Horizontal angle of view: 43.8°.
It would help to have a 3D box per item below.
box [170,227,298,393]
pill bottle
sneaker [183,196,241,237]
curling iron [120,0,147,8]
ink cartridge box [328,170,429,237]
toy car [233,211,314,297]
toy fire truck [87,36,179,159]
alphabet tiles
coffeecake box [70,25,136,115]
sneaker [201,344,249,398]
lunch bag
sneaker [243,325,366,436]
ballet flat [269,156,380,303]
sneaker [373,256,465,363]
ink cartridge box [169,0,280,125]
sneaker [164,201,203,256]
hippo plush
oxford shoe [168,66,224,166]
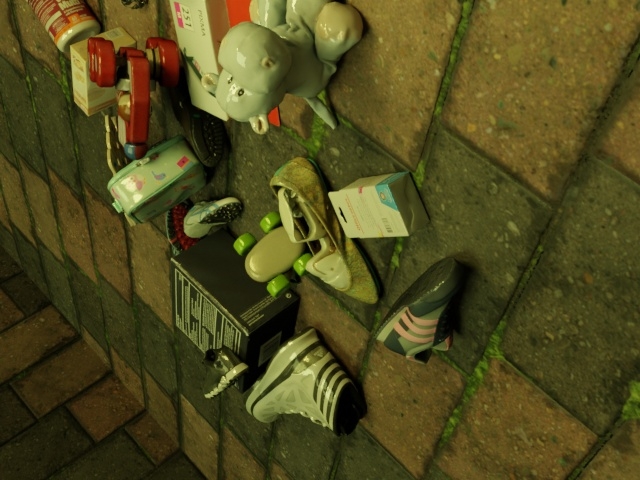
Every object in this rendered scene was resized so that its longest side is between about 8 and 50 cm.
[{"bbox_3d":[-0.227,0.179,2.047,0.294,0.183,0.296,41,146,21],"label":"box"},{"bbox_3d":[-0.660,-0.593,1.993,0.221,0.121,0.121,56,149,0],"label":"pill bottle"},{"bbox_3d":[-0.276,-0.073,1.989,0.237,0.085,0.086,-22,67,51],"label":"sneaker"},{"bbox_3d":[-0.376,-0.589,1.692,0.068,0.035,0.274,36,144,-7],"label":"curling iron"},{"bbox_3d":[0.105,-0.063,1.478,0.181,0.061,0.104,-2,116,54],"label":"ink cartridge box"},{"bbox_3d":[-0.091,0.048,1.832,0.155,0.149,0.188,51,178,16],"label":"toy car"},{"bbox_3d":[-0.410,-0.314,1.748,0.302,0.169,0.254,-142,50,-63],"label":"toy fire truck"},{"bbox_3d":[-0.521,-0.185,2.106,0.278,0.021,0.284,77,180,-59],"label":"alphabet tiles"},{"bbox_3d":[-0.533,-0.415,1.960,0.068,0.142,0.185,45,147,19],"label":"coffeecake box"},{"bbox_3d":[-0.253,0.319,1.974,0.106,0.078,0.234,54,146,7],"label":"sneaker"},{"bbox_3d":[-0.387,-0.137,1.883,0.108,0.224,0.279,57,172,4],"label":"lunch bag"},{"bbox_3d":[-0.042,0.428,2.035,0.257,0.169,0.447,49,146,15],"label":"sneaker"},{"bbox_3d":[0.000,0.000,1.633,0.123,0.123,0.348,-10,111,57],"label":"ballet flat"},{"bbox_3d":[0.216,0.138,1.495,0.131,0.112,0.319,36,150,1],"label":"sneaker"},{"bbox_3d":[-0.195,-0.372,1.615,0.239,0.060,0.275,30,140,38],"label":"ink cartridge box"},{"bbox_3d":[-0.377,0.008,2.177,0.125,0.104,0.262,18,132,49],"label":"sneaker"},{"bbox_3d":[-0.097,-0.315,1.353,0.234,0.236,0.294,46,147,17],"label":"hippo plush"},{"bbox_3d":[-0.283,-0.274,1.812,0.096,0.083,0.227,-13,95,60],"label":"oxford shoe"}]
